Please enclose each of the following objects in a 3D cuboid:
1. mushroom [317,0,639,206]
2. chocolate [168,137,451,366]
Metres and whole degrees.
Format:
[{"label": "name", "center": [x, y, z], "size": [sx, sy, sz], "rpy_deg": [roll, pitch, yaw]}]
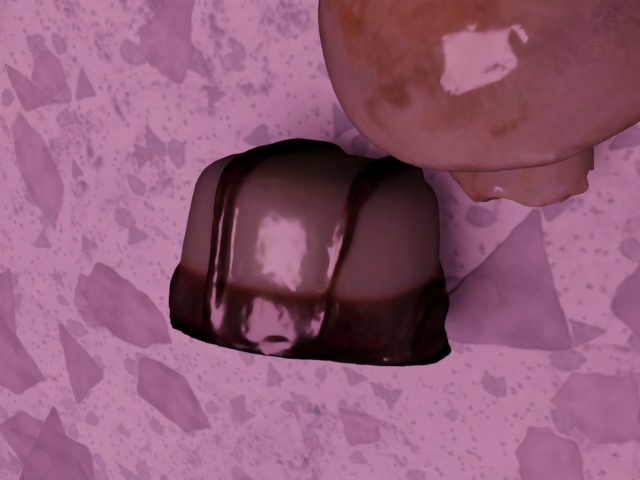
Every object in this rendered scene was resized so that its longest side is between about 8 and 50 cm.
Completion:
[{"label": "mushroom", "center": [0.155, -0.163, 0.784], "size": [0.298, 0.297, 0.290], "rpy_deg": [7, 151, 29]}, {"label": "chocolate", "center": [0.000, 0.000, 0.944], "size": [0.284, 0.284, 0.186], "rpy_deg": [11, 95, 28]}]
